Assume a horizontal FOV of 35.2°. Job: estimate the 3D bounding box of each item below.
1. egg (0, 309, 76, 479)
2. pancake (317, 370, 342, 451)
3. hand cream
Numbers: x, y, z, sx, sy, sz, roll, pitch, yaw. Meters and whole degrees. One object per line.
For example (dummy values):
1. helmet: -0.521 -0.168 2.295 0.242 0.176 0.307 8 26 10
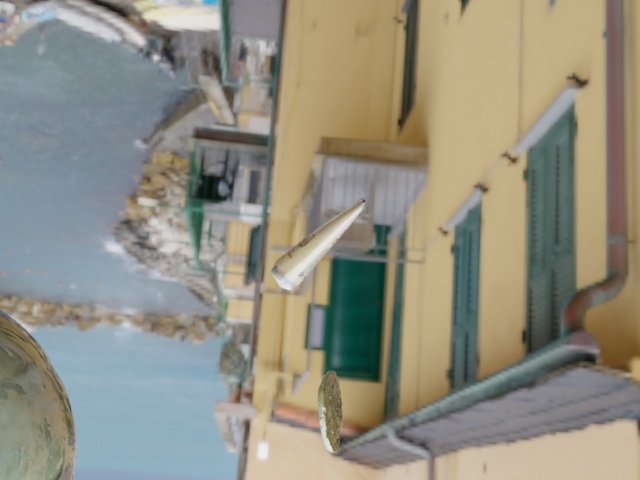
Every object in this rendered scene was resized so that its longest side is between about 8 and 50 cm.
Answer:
1. egg: -0.423 0.206 1.003 0.345 0.345 0.428 5 157 -3
2. pancake: 0.014 0.218 1.287 0.017 0.108 0.108 -2 163 15
3. hand cream: 0.000 0.000 1.180 0.039 0.143 0.061 46 -178 0
